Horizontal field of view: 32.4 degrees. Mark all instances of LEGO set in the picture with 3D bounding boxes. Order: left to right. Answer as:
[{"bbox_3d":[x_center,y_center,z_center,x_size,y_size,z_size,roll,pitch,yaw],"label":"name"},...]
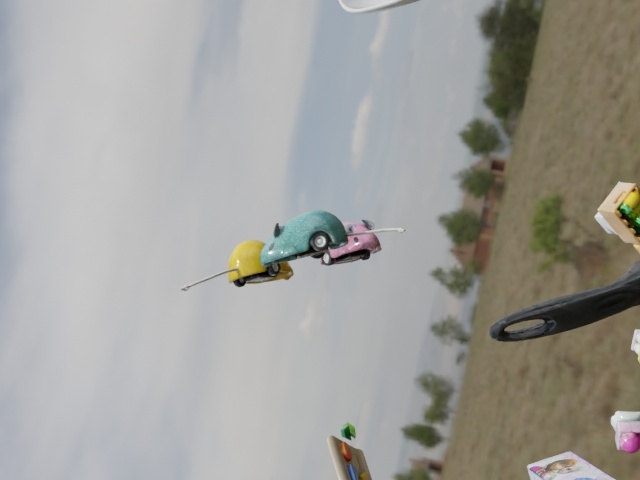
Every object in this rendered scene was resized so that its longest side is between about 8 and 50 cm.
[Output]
[{"bbox_3d":[0.338,0.084,1.019,0.107,0.132,0.287,-98,-2,-63],"label":"LEGO set"}]

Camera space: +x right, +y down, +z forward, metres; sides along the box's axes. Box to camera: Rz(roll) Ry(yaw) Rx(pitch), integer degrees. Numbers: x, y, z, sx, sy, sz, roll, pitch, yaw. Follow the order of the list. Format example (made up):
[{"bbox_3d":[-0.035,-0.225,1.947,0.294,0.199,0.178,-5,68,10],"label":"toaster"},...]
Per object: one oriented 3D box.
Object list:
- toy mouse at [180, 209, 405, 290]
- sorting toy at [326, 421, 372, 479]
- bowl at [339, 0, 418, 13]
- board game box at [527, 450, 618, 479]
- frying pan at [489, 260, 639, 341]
[{"bbox_3d":[0.000,0.000,0.801,0.161,0.143,0.031,-1,-106,-51],"label":"toy mouse"},{"bbox_3d":[0.030,0.219,1.130,0.062,0.012,0.083,34,-150,-48],"label":"sorting toy"},{"bbox_3d":[0.070,-0.251,0.853,0.053,0.142,0.142,0,-96,-43],"label":"bowl"},{"bbox_3d":[0.348,0.424,1.199,0.318,0.066,0.318,-157,51,-78],"label":"board game box"},{"bbox_3d":[0.325,0.040,0.907,0.326,0.197,0.053,-37,21,26],"label":"frying pan"}]
